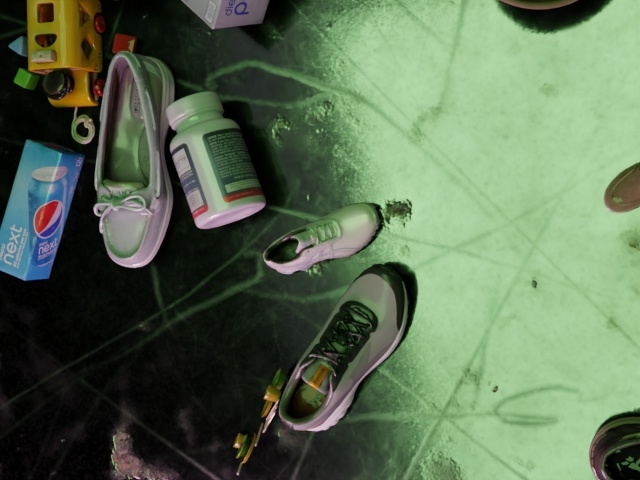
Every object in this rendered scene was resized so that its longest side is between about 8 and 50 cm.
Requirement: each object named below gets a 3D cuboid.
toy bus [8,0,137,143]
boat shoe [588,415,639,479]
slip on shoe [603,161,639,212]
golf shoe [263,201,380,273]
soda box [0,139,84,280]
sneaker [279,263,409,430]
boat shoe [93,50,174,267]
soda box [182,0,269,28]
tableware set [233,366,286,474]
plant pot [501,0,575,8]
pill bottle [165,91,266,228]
[{"bbox_3d":[-0.396,-0.281,1.584,0.202,0.104,0.191,45,105,14],"label":"toy bus"},{"bbox_3d":[0.505,0.290,1.258,0.355,0.130,0.132,-3,90,20],"label":"boat shoe"},{"bbox_3d":[0.423,-0.081,1.327,0.135,0.041,0.051,-29,82,18],"label":"slip on shoe"},{"bbox_3d":[0.000,0.000,1.459,0.176,0.086,0.069,-28,80,17],"label":"golf shoe"},{"bbox_3d":[-0.443,-0.048,1.626,0.071,0.067,0.210,21,99,18],"label":"soda box"},{"bbox_3d":[0.033,0.156,1.439,0.100,0.108,0.271,33,100,18],"label":"sneaker"},{"bbox_3d":[-0.286,-0.119,1.548,0.118,0.103,0.320,9,94,19],"label":"boat shoe"},{"bbox_3d":[-0.100,-0.435,1.411,0.091,0.098,0.286,45,132,27],"label":"soda box"},{"bbox_3d":[-0.092,0.256,1.495,0.024,0.104,0.154,25,124,-5],"label":"tableware set"},{"bbox_3d":[0.271,-0.420,1.317,0.237,0.110,0.237,-1,109,-4],"label":"plant pot"},{"bbox_3d":[-0.156,-0.117,1.500,0.108,0.108,0.180,-21,84,19],"label":"pill bottle"}]
